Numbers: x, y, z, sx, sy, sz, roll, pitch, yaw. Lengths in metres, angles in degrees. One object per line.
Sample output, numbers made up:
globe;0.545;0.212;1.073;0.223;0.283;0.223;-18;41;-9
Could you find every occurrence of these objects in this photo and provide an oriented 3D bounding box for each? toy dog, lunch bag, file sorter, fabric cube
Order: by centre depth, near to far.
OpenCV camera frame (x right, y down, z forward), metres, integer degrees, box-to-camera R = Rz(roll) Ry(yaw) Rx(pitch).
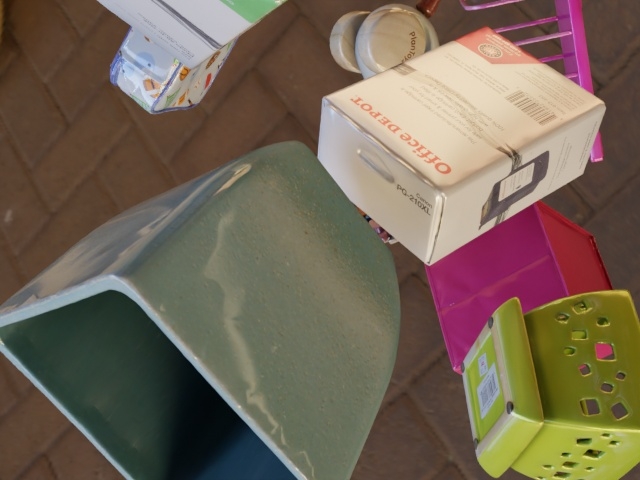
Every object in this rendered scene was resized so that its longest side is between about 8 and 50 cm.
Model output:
toy dog;0.156;-0.205;1.367;0.161;0.334;0.220;-40;45;-6
lunch bag;-0.197;-0.336;1.603;0.115;0.243;0.303;37;109;5
file sorter;0.346;-0.279;1.711;0.182;0.202;0.291;-10;107;9
fabric cube;0.390;0.112;1.942;0.258;0.254;0.259;-33;53;29

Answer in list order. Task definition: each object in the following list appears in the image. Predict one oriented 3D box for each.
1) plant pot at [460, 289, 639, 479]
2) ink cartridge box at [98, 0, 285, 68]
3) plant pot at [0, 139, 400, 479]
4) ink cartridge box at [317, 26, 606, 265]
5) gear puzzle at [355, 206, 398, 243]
plant pot;0.328;0.213;1.458;0.207;0.228;0.227;3;55;-11
ink cartridge box;-0.051;-0.247;0.689;0.211;0.121;0.289;-57;15;-9
plant pot;-0.076;0.056;0.870;0.247;0.248;0.252;-18;28;49
ink cartridge box;0.138;-0.103;1.031;0.237;0.100;0.172;-28;54;-30
gear puzzle;0.000;0.000;1.779;0.338;0.044;0.175;-24;24;23
